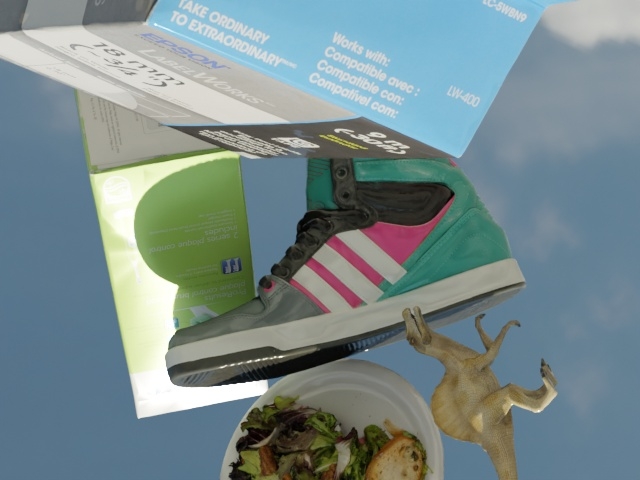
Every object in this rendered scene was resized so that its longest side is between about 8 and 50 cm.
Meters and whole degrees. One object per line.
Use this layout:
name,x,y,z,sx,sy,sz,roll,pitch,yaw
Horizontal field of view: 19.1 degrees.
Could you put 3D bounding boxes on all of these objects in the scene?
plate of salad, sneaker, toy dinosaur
plate of salad,0.002,0.186,1.507,0.200,0.200,0.048,55,-170,33
sneaker,0.000,0.000,1.511,0.295,0.124,0.178,-16,-102,-14
toy dinosaur,0.127,0.120,1.386,0.183,0.092,0.053,63,-168,19

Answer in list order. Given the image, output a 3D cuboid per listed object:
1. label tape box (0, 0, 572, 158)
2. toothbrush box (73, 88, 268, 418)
label tape box,-0.027,-0.131,1.126,0.240,0.106,0.333,21,170,-36
toothbrush box,-0.127,-0.027,1.590,0.122,0.283,0.206,-9,-137,-6
